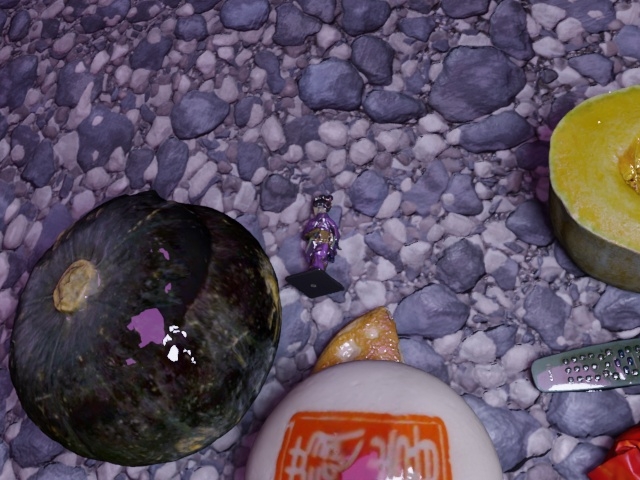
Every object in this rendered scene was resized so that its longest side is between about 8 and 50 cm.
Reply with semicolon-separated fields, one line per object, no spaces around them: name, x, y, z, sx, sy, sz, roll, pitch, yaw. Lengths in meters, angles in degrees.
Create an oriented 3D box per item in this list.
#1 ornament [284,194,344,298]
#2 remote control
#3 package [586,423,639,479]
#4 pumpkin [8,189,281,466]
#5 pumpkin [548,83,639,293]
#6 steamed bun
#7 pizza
ornament;-0.007;0.005;1.189;0.081;0.088;0.203;-23;48;29
remote control;0.448;0.201;1.009;0.221;0.042;0.072;-10;65;7
package;0.605;0.279;0.895;0.423;0.123;0.196;-34;66;-2
pumpkin;-0.276;0.139;1.037;0.454;0.344;0.455;-14;56;23
pumpkin;0.524;-0.071;1.039;0.332;0.199;0.333;-2;64;4
steamed bun;0.066;0.345;0.882;0.374;0.241;0.375;-3;70;9
pizza;0.087;0.202;1.086;0.161;0.062;0.182;26;70;29
